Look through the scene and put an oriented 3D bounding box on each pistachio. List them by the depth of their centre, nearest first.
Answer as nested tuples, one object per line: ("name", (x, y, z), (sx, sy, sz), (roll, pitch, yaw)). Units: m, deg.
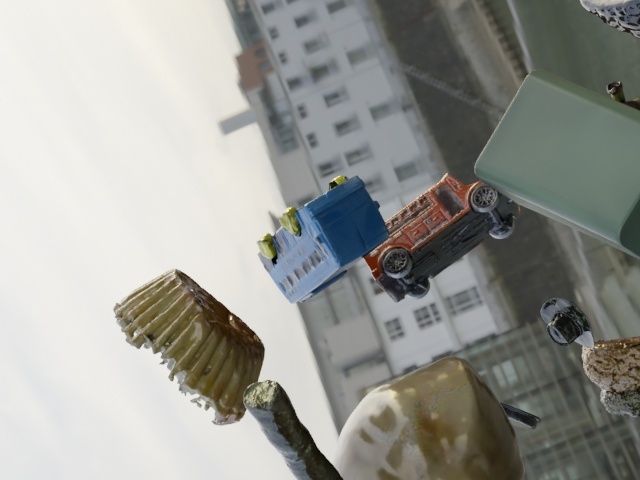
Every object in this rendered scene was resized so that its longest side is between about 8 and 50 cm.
("pistachio", (0.161, 0.380, 1.618), (0.446, 0.281, 0.365), (112, 172, -47))

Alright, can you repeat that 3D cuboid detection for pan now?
("pan", (0.291, 0.296, 1.836), (0.136, 0.235, 0.028), (112, -178, -78))

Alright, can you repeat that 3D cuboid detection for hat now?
("hat", (0.452, 0.165, 1.849), (0.121, 0.050, 0.121), (37, 155, 21))

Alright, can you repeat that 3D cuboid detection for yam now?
("yam", (-0.033, 0.290, 1.411), (0.061, 0.061, 0.253), (-105, -11, -51))

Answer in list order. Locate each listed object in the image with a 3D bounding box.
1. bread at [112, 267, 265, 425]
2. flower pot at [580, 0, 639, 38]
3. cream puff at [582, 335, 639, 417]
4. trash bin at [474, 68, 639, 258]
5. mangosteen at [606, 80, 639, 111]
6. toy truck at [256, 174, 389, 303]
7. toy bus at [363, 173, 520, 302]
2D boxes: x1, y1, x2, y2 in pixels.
("bread", (-0.197, 0.166, 1.604), (0.274, 0.149, 0.274), (47, -178, -2))
("flower pot", (0.453, -0.318, 1.080), (0.267, 0.267, 0.267), (17, -147, -25))
("cream puff", (0.624, 0.281, 2.006), (0.183, 0.183, 0.169), (21, -117, -82))
("trash bin", (0.459, -0.124, 1.673), (0.158, 0.223, 0.343), (26, -174, -39))
("mangosteen", (0.663, -0.231, 2.176), (0.172, 0.184, 0.172), (27, -170, -5))
("toy truck", (0.000, 0.000, 1.968), (0.162, 0.161, 0.385), (56, 157, 4))
("toy bus", (0.245, -0.022, 2.072), (0.153, 0.329, 0.143), (58, -172, 36))
